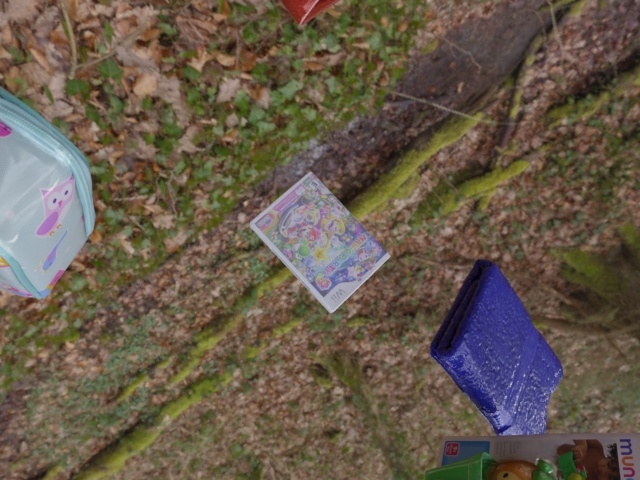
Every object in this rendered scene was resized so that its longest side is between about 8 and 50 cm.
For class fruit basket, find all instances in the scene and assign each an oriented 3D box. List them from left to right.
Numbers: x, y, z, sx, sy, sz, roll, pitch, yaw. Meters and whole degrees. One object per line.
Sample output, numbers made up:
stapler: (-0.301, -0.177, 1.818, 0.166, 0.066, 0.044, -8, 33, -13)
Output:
fruit basket: (0.304, 0.421, 0.756, 0.353, 0.327, 0.165, -20, 133, 39)

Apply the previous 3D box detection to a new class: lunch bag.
lunch bag: (-0.309, -0.066, 0.400, 0.108, 0.279, 0.224, -63, -172, -21)

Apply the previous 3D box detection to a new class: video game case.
video game case: (0.000, 0.000, 0.563, 0.087, 0.122, 0.011, -42, 177, -18)

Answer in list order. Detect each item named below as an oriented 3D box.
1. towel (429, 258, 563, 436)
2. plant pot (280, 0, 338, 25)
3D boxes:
towel: (0.315, 0.212, 0.975, 0.308, 0.076, 0.228, 52, 52, -23)
plant pot: (0.013, -0.458, 0.629, 0.267, 0.235, 0.267, -40, -168, 39)
